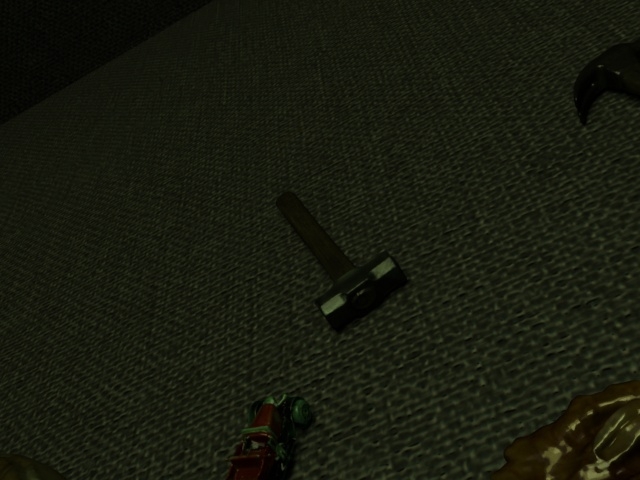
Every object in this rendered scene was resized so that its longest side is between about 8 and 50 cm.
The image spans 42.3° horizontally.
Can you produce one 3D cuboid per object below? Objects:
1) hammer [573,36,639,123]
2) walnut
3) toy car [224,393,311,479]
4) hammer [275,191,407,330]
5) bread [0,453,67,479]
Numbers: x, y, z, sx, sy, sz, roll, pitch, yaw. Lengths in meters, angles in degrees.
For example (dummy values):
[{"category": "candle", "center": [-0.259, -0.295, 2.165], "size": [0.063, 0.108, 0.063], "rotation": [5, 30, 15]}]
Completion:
[{"category": "hammer", "center": [0.447, -0.148, 0.924], "size": [0.168, 0.044, 0.440], "rotation": [-34, 30, -2]}, {"category": "walnut", "center": [0.218, 0.189, 0.643], "size": [0.170, 0.069, 0.143], "rotation": [-34, 29, -3]}, {"category": "toy car", "center": [-0.061, 0.223, 0.874], "size": [0.073, 0.054, 0.143], "rotation": [-13, 37, 30]}, {"category": "hammer", "center": [0.000, 0.000, 1.146], "size": [0.111, 0.043, 0.365], "rotation": [-36, 29, -2]}, {"category": "bread", "center": [-0.346, 0.331, 0.879], "size": [0.314, 0.171, 0.192], "rotation": [-3, 39, 39]}]
